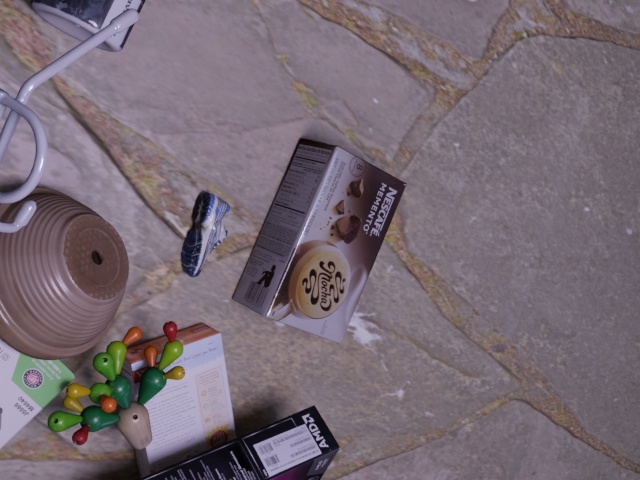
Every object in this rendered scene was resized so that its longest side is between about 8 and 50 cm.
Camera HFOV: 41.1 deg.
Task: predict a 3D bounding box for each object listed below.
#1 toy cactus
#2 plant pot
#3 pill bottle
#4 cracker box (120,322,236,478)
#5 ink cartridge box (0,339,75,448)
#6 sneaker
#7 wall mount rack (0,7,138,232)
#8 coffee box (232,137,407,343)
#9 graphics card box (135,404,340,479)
[{"bbox_3d":[-0.275,0.230,1.229,0.219,0.112,0.180,-41,134,-34],"label":"toy cactus"},{"bbox_3d":[-0.335,0.034,1.138,0.237,0.110,0.237,37,45,-48],"label":"plant pot"},{"bbox_3d":[-0.274,-0.388,1.134,0.130,0.130,0.245,27,86,-36],"label":"pill bottle"},{"bbox_3d":[-0.225,0.266,1.368,0.156,0.067,0.232,-16,111,-31],"label":"cracker box"},{"bbox_3d":[-0.502,0.202,1.127,0.273,0.115,0.198,-46,123,-18],"label":"ink cartridge box"},{"bbox_3d":[-0.175,-0.004,1.348,0.058,0.052,0.135,15,93,-41],"label":"sneaker"},{"bbox_3d":[-0.390,-0.192,1.012,0.304,0.350,0.130,-61,157,8],"label":"wall mount rack"},{"bbox_3d":[0.000,0.000,1.428,0.168,0.119,0.297,25,87,-35],"label":"coffee box"},{"bbox_3d":[-0.167,0.412,1.361,0.371,0.094,0.232,-17,148,-32],"label":"graphics card box"}]
